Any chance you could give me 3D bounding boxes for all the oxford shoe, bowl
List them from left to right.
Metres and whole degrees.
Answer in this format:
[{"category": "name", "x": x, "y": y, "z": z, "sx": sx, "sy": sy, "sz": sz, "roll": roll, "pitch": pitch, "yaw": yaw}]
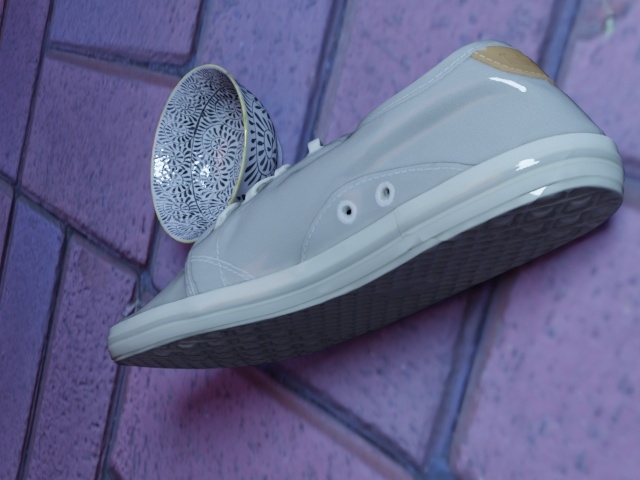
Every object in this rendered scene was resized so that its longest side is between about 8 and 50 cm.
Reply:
[{"category": "bowl", "x": -0.089, "y": -0.078, "z": 0.778, "sx": 0.170, "sy": 0.080, "sz": 0.170, "roll": -9, "pitch": 78, "yaw": 50}, {"category": "oxford shoe", "x": 0.000, "y": 0.000, "z": 0.597, "sx": 0.449, "sy": 0.169, "sz": 0.130, "roll": -29, "pitch": 66, "yaw": 37}]
